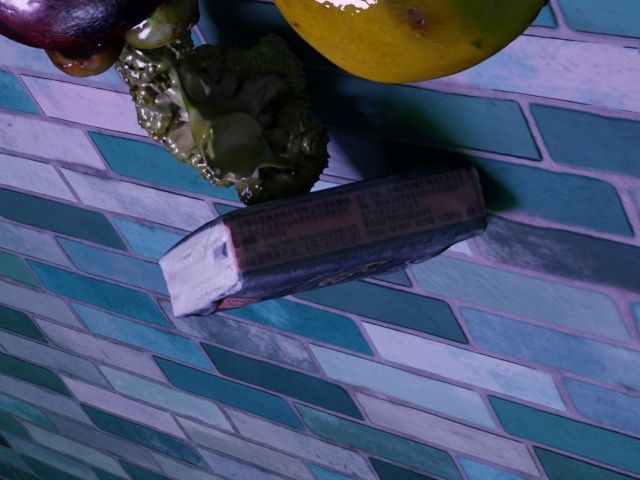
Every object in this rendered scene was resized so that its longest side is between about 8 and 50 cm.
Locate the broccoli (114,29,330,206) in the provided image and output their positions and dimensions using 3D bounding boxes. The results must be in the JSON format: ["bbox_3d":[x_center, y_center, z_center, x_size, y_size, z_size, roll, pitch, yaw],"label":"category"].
[{"bbox_3d":[-0.104,-0.164,1.858,0.254,0.186,0.302,44,173,12],"label":"broccoli"}]

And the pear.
[{"bbox_3d":[0.051,-0.273,1.402,0.336,0.285,0.285,3,138,52],"label":"pear"}]

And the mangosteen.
[{"bbox_3d":[-0.242,-0.326,1.683,0.300,0.300,0.300,29,153,16],"label":"mangosteen"}]

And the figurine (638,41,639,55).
[{"bbox_3d":[0.397,-0.118,1.398,0.180,0.154,0.262,47,171,-38],"label":"figurine"}]

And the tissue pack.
[{"bbox_3d":[0.000,0.000,1.893,0.228,0.316,0.103,-25,79,64],"label":"tissue pack"}]
